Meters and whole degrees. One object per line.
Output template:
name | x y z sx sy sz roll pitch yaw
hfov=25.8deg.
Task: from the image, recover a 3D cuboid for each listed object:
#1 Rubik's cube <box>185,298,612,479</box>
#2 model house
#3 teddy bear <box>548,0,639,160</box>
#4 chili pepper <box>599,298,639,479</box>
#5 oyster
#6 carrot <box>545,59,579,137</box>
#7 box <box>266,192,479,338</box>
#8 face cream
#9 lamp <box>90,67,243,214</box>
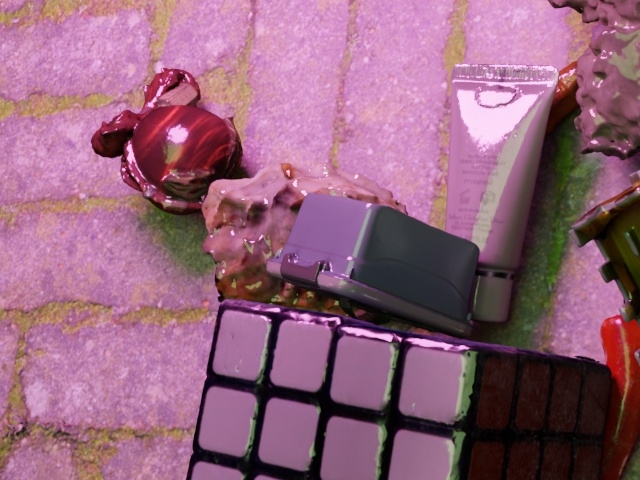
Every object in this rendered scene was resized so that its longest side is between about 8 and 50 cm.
Rubik's cube | 0.084 0.266 1.509 0.337 0.344 0.344 6 83 36
model house | 0.420 0.003 1.463 0.198 0.215 0.224 -30 88 48
teddy bear | 0.405 -0.266 1.640 0.357 0.224 0.368 21 100 32
chili pepper | 0.343 0.165 1.581 0.063 0.071 0.272 10 82 -8
oyster | 0.000 -0.003 1.778 0.354 0.107 0.201 5 81 13
carrot | 0.268 -0.155 1.736 0.186 0.060 0.060 -44 57 10
box | 0.068 0.034 1.606 0.162 0.227 0.130 12 82 51
face cream | 0.203 -0.059 1.688 0.143 0.089 0.314 6 90 33
lamp | -0.192 -0.135 1.936 0.223 0.215 0.151 48 136 1
